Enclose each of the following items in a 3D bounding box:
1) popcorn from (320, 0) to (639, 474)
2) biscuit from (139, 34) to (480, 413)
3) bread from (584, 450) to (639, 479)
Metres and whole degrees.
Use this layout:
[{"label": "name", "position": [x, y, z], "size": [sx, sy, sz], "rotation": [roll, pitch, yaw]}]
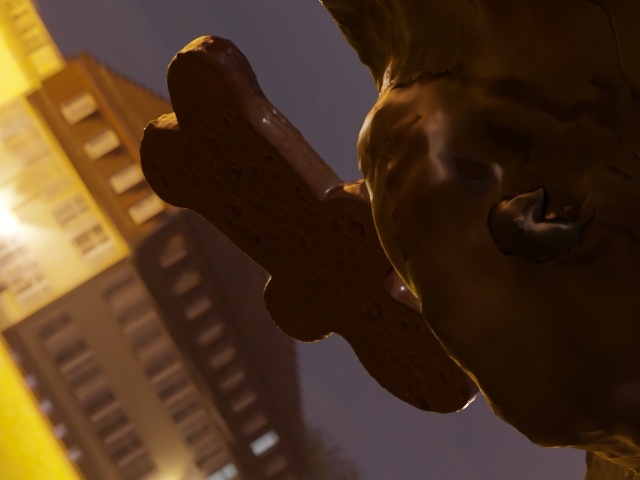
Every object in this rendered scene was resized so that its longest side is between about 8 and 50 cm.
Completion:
[{"label": "popcorn", "position": [0.155, -0.037, 0.468], "size": [0.281, 0.316, 0.297], "rotation": [45, -32, 35]}, {"label": "biscuit", "position": [0.000, 0.000, 0.961], "size": [0.250, 0.036, 0.165], "rotation": [44, -31, 5]}, {"label": "bread", "position": [0.269, 0.078, 0.701], "size": [0.143, 0.323, 0.333], "rotation": [145, -49, -68]}]
